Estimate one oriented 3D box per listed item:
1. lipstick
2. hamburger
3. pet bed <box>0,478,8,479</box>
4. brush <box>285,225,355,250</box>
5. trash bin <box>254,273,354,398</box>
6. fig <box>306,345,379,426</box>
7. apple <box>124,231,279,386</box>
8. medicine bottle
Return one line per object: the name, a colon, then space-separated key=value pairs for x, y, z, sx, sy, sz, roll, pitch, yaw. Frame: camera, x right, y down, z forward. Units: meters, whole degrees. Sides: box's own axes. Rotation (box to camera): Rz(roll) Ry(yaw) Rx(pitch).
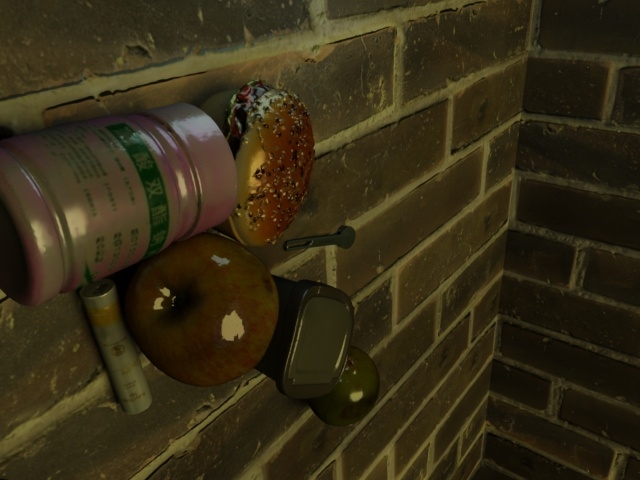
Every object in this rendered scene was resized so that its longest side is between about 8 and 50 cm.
lipstick: x=-0.348 y=0.189 z=0.988 sx=0.059 sy=0.059 sz=0.264 roll=-37 pitch=132 yaw=-41
hamburger: x=-0.113 y=-0.137 z=1.035 sx=0.300 sy=0.176 sz=0.300 roll=9 pitch=90 yaw=-70
pet bed: x=-0.481 y=0.432 z=0.806 sx=0.159 sy=0.183 sz=0.211 roll=-41 pitch=133 yaw=-29
brush: x=0.000 y=0.000 z=1.430 sx=0.266 sy=0.027 sz=0.062 roll=-7 pitch=110 yaw=-49
trash bin: x=-0.090 y=0.171 z=1.173 sx=0.219 sy=0.250 sz=0.219 roll=23 pitch=85 yaw=-56
fig: x=0.052 y=0.397 z=1.517 sx=0.207 sy=0.207 sz=0.230 roll=-15 pitch=120 yaw=-51
apple: x=-0.203 y=0.112 z=0.975 sx=0.264 sy=0.264 sz=0.265 roll=-27 pitch=126 yaw=-46
medicine bottle: x=-0.300 y=-0.064 z=0.809 sx=0.325 sy=0.212 sz=0.212 roll=-28 pitch=126 yaw=-45
